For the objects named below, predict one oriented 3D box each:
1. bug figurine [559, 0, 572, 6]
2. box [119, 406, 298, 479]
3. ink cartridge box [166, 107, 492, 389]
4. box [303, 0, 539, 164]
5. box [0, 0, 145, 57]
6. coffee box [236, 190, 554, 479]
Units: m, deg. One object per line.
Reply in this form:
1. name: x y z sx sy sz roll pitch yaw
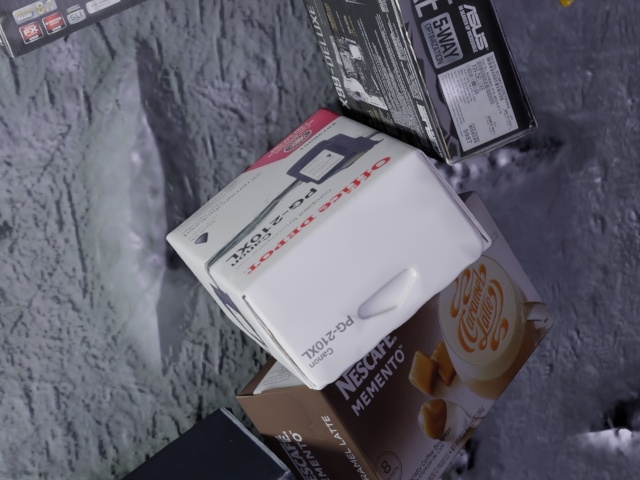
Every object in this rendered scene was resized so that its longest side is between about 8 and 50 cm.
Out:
1. bug figurine: 0.223 -0.331 1.605 0.279 0.072 0.216 -32 102 -4
2. box: -0.106 0.366 1.537 0.343 0.179 0.312 -36 112 -10
3. ink cartridge box: 0.000 0.000 1.512 0.172 0.237 0.100 -40 110 -7
4. box: 0.037 -0.221 1.478 0.076 0.242 0.307 -24 106 -11
5. box: -0.168 -0.267 1.502 0.231 0.056 0.183 -24 108 -12
6. coffee box: 0.064 0.093 1.567 0.246 0.098 0.141 -47 113 -38
